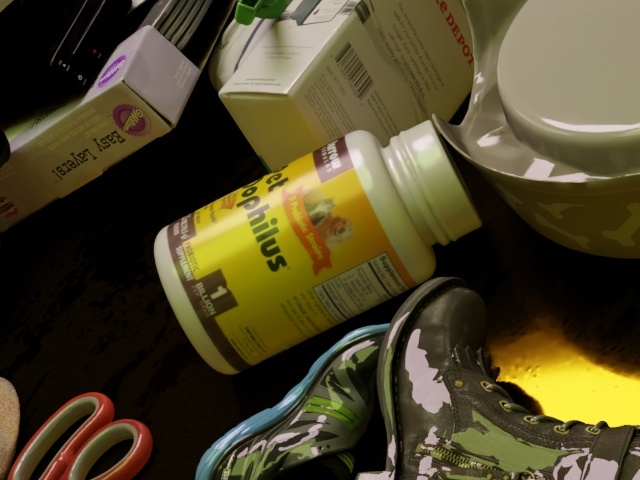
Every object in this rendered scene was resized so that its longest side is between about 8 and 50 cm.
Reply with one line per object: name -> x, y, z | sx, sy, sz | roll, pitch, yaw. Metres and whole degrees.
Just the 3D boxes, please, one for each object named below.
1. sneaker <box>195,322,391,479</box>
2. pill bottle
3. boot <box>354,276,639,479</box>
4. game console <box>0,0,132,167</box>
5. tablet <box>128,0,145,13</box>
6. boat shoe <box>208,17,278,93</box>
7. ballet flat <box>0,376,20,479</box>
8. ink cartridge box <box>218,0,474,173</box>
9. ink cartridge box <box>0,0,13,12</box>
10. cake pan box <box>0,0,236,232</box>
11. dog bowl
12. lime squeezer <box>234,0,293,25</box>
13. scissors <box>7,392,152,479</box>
sneaker -> 0.007, 0.125, 1.200 | 0.188, 0.067, 0.078 | -39, 57, -13
pill bottle -> 0.000, 0.000, 1.293 | 0.215, 0.117, 0.117 | -27, 36, 7
boot -> 0.144, 0.125, 1.083 | 0.229, 0.091, 0.263 | -5, 47, 24
game console -> -0.281, -0.075, 1.513 | 0.213, 0.044, 0.361 | -14, 45, 52
tablet -> -0.158, -0.203, 1.540 | 0.083, 0.006, 0.054 | -30, 29, 38
boat shoe -> 0.040, -0.246, 1.564 | 0.367, 0.136, 0.156 | -50, 35, -8
ballet flat -> -0.298, 0.191, 1.298 | 0.107, 0.106, 0.316 | -13, 39, 25
ink cartridge box -> 0.031, -0.124, 1.400 | 0.082, 0.140, 0.191 | 5, 49, 42
ink cartridge box -> -0.278, -0.311, 1.783 | 0.309, 0.130, 0.272 | -26, 28, 43
cake pan box -> -0.180, -0.150, 1.589 | 0.267, 0.070, 0.246 | -26, 33, 43
dog bowl -> 0.250, -0.129, 1.276 | 0.348, 0.102, 0.349 | -20, 37, 16
lime squeezer -> -0.032, -0.245, 1.439 | 0.058, 0.110, 0.310 | 10, 49, 12
scissors -> -0.224, 0.225, 1.282 | 0.109, 0.021, 0.297 | 13, 56, 42
